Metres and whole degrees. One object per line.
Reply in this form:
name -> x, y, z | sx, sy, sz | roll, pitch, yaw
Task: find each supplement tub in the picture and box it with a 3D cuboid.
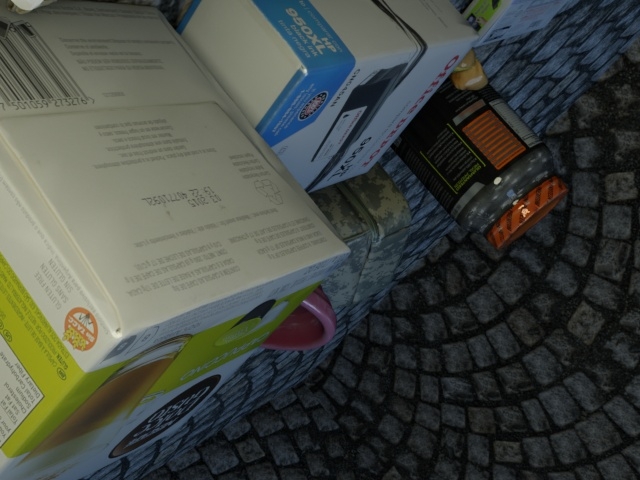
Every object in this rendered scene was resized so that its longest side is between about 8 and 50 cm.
supplement tub -> 0.264, -0.161, 1.715 | 0.207, 0.338, 0.207 | -36, 167, -10

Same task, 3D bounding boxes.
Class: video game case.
video game case -> 0.383, -0.456, 1.667 | 0.269, 0.061, 0.244 | -25, 162, -47

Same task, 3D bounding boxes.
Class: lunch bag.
lunch bag -> 0.000, 0.000, 1.789 | 0.256, 0.212, 0.305 | -27, 156, -25

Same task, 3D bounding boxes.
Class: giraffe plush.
giraffe plush -> 0.122, -0.273, 1.425 | 0.170, 0.181, 0.210 | -31, -157, 9

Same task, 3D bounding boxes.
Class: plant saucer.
plant saucer -> -0.128, 0.090, 1.671 | 0.332, 0.332, 0.084 | 110, -4, -65

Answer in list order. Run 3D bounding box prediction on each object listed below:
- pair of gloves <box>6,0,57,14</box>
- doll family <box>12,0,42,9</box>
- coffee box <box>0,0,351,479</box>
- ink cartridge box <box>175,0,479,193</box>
pair of gloves -> -0.134, -0.240, 0.775 | 0.204, 0.042, 0.240 | -35, -156, -33
doll family -> -0.260, -0.180, 0.644 | 0.263, 0.163, 0.118 | -37, 135, -7
coffee box -> -0.248, 0.015, 0.894 | 0.334, 0.338, 0.338 | -46, 165, 29
ink cartridge box -> -0.020, -0.192, 1.210 | 0.395, 0.166, 0.285 | -24, 160, -51
